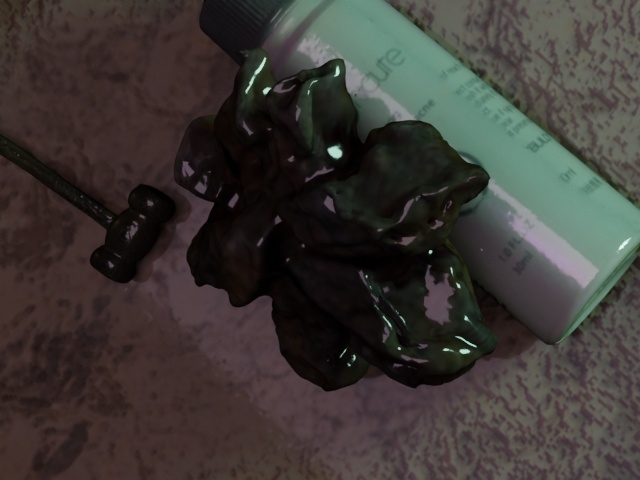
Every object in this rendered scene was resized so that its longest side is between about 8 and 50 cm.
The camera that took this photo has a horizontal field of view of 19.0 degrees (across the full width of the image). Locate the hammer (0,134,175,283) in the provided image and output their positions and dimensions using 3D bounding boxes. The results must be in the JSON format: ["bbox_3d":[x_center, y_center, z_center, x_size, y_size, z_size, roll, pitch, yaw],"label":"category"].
[{"bbox_3d":[-0.216,-0.077,1.160,0.292,0.029,0.058,35,97,14],"label":"hammer"}]

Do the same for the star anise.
[{"bbox_3d":[-0.002,0.004,1.014,0.099,0.220,0.214,-32,60,-28],"label":"star anise"}]

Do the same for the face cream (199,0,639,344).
[{"bbox_3d":[0.039,-0.074,1.057,0.311,0.092,0.092,42,100,11],"label":"face cream"}]
